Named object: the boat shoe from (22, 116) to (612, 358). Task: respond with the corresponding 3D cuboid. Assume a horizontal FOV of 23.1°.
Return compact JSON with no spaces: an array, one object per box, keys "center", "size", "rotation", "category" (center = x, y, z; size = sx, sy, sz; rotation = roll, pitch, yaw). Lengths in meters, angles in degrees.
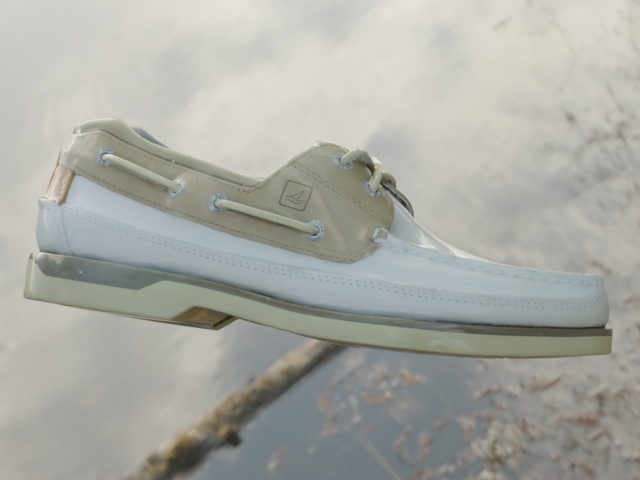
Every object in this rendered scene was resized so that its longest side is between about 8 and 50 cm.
[{"center":[0.000,0.000,0.793],"size":[0.302,0.113,0.103],"rotation":[7,85,7],"category":"boat shoe"}]
